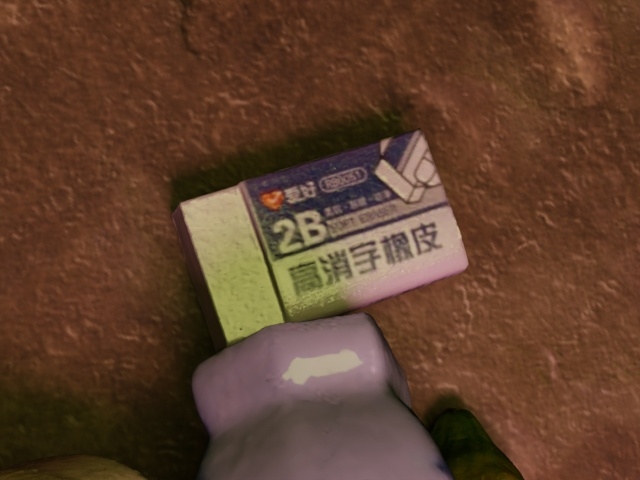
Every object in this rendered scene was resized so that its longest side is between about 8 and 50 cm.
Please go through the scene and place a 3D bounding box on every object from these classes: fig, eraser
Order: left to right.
[{"bbox_3d":[0.000,0.000,0.944,0.210,0.068,0.124,-17,86,-16],"label":"eraser"},{"bbox_3d":[0.107,0.202,0.915,0.123,0.123,0.156,3,68,-15],"label":"fig"}]

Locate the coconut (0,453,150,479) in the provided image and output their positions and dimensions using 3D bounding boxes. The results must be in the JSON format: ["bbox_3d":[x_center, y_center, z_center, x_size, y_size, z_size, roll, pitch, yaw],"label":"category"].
[{"bbox_3d":[-0.187,0.253,0.750,0.230,0.227,0.227,-13,82,-58],"label":"coconut"}]

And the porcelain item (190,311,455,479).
[{"bbox_3d":[0.032,0.260,0.734,0.178,0.242,0.405,-16,61,7],"label":"porcelain item"}]
